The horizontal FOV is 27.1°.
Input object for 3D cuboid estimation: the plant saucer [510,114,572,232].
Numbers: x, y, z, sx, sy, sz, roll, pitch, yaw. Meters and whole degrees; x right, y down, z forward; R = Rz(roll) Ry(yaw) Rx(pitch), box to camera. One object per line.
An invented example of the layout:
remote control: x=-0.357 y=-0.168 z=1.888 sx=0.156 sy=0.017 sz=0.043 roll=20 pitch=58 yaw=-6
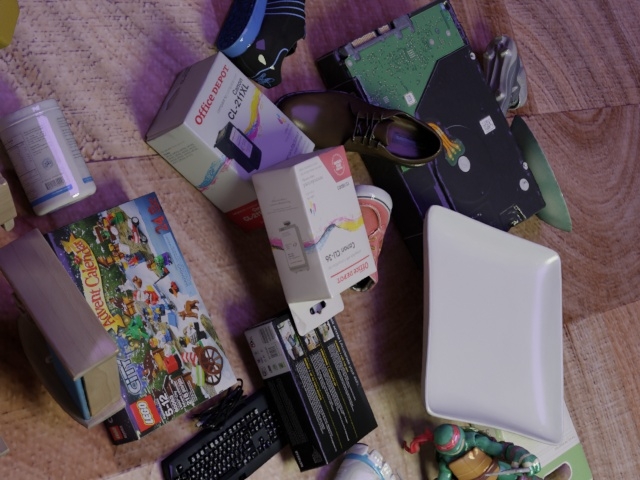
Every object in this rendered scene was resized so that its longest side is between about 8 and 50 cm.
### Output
plant saucer: x=0.317 y=-0.093 z=1.983 sx=0.195 sy=0.037 sz=0.195 roll=-24 pitch=90 yaw=-88

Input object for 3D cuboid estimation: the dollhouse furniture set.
dollhouse furniture set: x=-0.370 y=0.114 z=1.211 sx=0.303 sy=0.198 sz=0.286 roll=-32 pitch=75 yaw=-18

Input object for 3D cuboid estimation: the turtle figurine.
turtle figurine: x=0.201 y=0.296 z=1.682 sx=0.234 sy=0.175 sz=0.118 roll=42 pitch=30 yaw=-38

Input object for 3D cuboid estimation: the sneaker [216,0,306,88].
sneaker: x=-0.055 y=-0.297 z=1.700 sx=0.090 sy=0.081 sz=0.232 roll=43 pitch=55 yaw=-30

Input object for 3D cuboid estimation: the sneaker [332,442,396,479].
sneaker: x=0.074 y=0.339 z=1.595 sx=0.191 sy=0.071 sz=0.083 roll=50 pitch=54 yaw=-12

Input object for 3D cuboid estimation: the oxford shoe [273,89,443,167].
oxford shoe: x=0.051 y=-0.148 z=1.688 sx=0.227 sy=0.096 sz=0.083 roll=9 pitch=89 yaw=-13

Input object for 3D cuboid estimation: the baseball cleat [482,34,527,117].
baseball cleat: x=0.276 y=-0.212 z=2.015 sx=0.109 sy=0.072 sz=0.206 roll=47 pitch=53 yaw=-42

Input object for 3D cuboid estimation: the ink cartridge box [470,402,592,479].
ink cartridge box: x=0.283 y=0.253 z=1.848 sx=0.171 sy=0.056 sz=0.235 roll=-19 pitch=92 yaw=-48

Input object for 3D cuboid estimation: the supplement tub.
supplement tub: x=-0.284 y=-0.086 z=1.375 sx=0.071 sy=0.071 sz=0.107 roll=-26 pitch=94 yaw=-48

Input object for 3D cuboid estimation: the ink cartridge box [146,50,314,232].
ink cartridge box: x=-0.104 y=-0.116 z=1.573 sx=0.175 sy=0.072 sz=0.127 roll=43 pitch=49 yaw=-27

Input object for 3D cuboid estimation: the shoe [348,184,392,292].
shoe: x=0.053 y=0.001 z=1.642 sx=0.063 sy=0.178 sz=0.081 roll=5 pitch=67 yaw=2

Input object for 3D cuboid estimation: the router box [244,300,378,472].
router box: x=-0.009 y=0.166 z=1.568 sx=0.133 sy=0.046 sz=0.179 roll=-23 pitch=92 yaw=-58

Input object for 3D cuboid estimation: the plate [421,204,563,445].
plate: x=0.221 y=0.118 z=1.756 sx=0.277 sy=0.045 sz=0.278 roll=18 pitch=66 yaw=-39

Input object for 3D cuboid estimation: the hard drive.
hard drive: x=0.158 y=-0.145 z=1.843 sx=0.237 sy=0.064 sz=0.339 roll=-33 pitch=100 yaw=-38

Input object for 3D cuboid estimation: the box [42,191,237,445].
box: x=-0.197 y=0.080 z=1.418 sx=0.159 sy=0.044 sz=0.233 roll=-27 pitch=94 yaw=-49

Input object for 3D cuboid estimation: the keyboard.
keyboard: x=-0.099 y=0.222 z=1.471 sx=0.192 sy=0.038 sz=0.100 roll=-34 pitch=100 yaw=-49

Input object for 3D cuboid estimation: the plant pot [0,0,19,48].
plant pot: x=-0.356 y=-0.233 z=1.355 sx=0.083 sy=0.081 sz=0.081 roll=39 pitch=49 yaw=-43

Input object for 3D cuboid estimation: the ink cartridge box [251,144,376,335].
ink cartridge box: x=0.000 y=0.000 z=1.545 sx=0.115 sy=0.067 sz=0.198 roll=-28 pitch=106 yaw=-55
